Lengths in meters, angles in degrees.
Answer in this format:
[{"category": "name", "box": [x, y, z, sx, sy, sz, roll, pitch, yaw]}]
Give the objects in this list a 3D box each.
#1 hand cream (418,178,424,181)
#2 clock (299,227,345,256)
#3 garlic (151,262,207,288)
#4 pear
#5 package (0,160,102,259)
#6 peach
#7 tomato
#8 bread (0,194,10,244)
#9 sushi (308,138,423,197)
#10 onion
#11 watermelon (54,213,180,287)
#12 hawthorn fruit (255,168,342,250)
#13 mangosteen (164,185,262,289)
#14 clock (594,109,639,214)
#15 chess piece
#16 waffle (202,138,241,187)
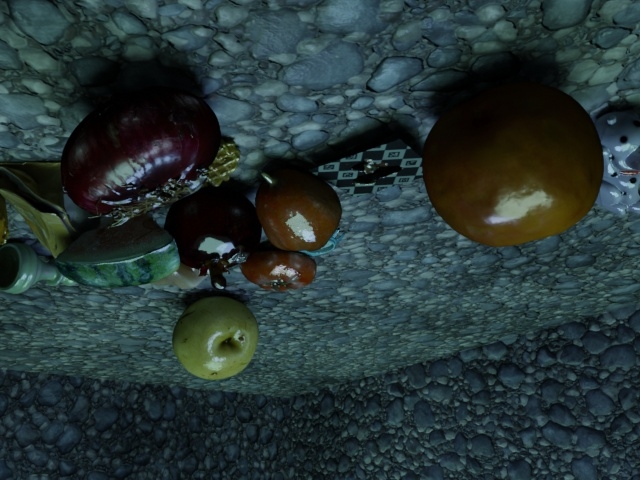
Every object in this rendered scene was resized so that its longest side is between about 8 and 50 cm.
[{"category": "hand cream", "box": [0.306, -0.161, 1.527, 0.165, 0.037, 0.057, -1, 156, -29]}, {"category": "clock", "box": [0.000, 0.001, 1.786, 0.147, 0.045, 0.108, -16, 155, 19]}, {"category": "garlic", "box": [-0.365, 0.064, 1.713, 0.217, 0.110, 0.228, -38, 161, 8]}, {"category": "pear", "box": [-0.374, 0.342, 2.166, 0.310, 0.309, 0.309, -5, 156, -2]}, {"category": "package", "box": [-0.611, -0.036, 1.426, 0.222, 0.164, 0.311, -2, 155, -7]}, {"category": "peach", "box": [0.374, -0.157, 1.211, 0.343, 0.342, 0.301, -22, 129, 31]}, {"category": "tomato", "box": [-0.132, 0.099, 1.862, 0.237, 0.095, 0.236, 5, 163, 1]}, {"category": "bread", "box": [-0.820, -0.059, 1.358, 0.240, 0.139, 0.240, -5, 155, -2]}, {"category": "sushi", "box": [0.124, -0.181, 1.418, 0.232, 0.047, 0.220, -15, 159, 29]}, {"category": "onion", "box": [-0.331, -0.175, 1.126, 0.314, 0.232, 0.314, -27, -179, 0]}, {"category": "watermelon", "box": [-0.469, 0.009, 1.423, 0.262, 0.201, 0.213, -9, 157, -12]}, {"category": "hawthorn fruit", "box": [-0.069, -0.087, 1.433, 0.200, 0.199, 0.251, -17, 138, 24]}, {"category": "mangosteen", "box": [-0.257, 0.004, 1.474, 0.236, 0.261, 0.235, -7, 154, -3]}, {"category": "clock", "box": [0.692, -0.198, 1.386, 0.189, 0.188, 0.254, -16, 146, 21]}, {"category": "chess piece", "box": [-0.775, 0.089, 1.740, 0.139, 0.139, 0.272, -17, 165, 23]}, {"category": "waffle", "box": [-0.266, -0.171, 1.350, 0.161, 0.046, 0.192, 8, 152, -29]}]
